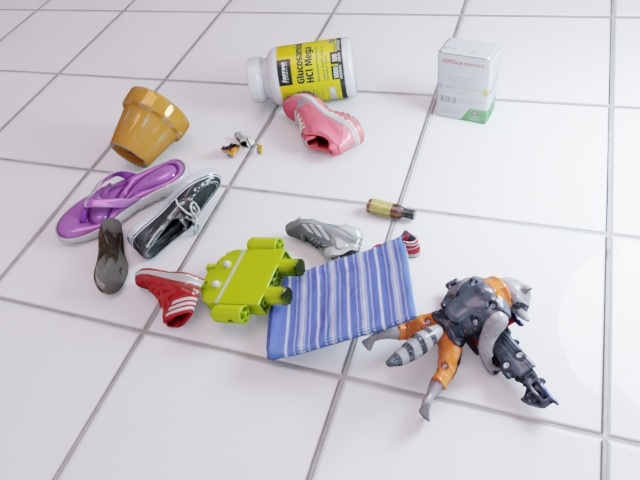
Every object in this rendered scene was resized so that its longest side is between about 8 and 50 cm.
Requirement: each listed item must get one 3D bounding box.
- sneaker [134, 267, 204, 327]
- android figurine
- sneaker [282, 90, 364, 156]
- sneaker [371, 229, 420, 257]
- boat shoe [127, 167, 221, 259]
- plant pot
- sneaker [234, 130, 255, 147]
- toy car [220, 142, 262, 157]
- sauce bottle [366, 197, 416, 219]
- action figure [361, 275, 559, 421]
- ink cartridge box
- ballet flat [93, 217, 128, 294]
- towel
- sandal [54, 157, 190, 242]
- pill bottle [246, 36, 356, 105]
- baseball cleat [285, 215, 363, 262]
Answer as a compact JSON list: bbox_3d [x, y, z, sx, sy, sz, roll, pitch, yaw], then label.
[{"bbox_3d":[-0.382,0.138,1.350,0.221,0.087,0.127,-2,68,39],"label":"sneaker"},{"bbox_3d":[-0.175,0.092,1.331,0.273,0.056,0.248,1,49,30],"label":"android figurine"},{"bbox_3d":[-0.023,-0.345,1.679,0.314,0.115,0.136,33,64,33],"label":"sneaker"},{"bbox_3d":[0.180,0.008,1.357,0.119,0.067,0.042,0,49,12],"label":"sneaker"},{"bbox_3d":[-0.371,-0.070,1.514,0.306,0.113,0.105,-41,60,-19],"label":"boat shoe"},{"bbox_3d":[-0.542,-0.336,1.740,0.205,0.205,0.187,18,70,25],"label":"plant pot"},{"bbox_3d":[-0.243,-0.313,1.752,0.083,0.031,0.037,25,58,30],"label":"sneaker"},{"bbox_3d":[-0.237,-0.266,1.703,0.122,0.040,0.060,9,31,22],"label":"toy car"},{"bbox_3d":[0.183,-0.078,1.451,0.128,0.042,0.042,15,54,20],"label":"sauce bottle"},{"bbox_3d":[0.295,0.198,1.100,0.330,0.178,0.341,-37,48,-7],"label":"action figure"},{"bbox_3d":[0.422,-0.458,1.619,0.155,0.212,0.093,18,55,26],"label":"ink cartridge box"},{"bbox_3d":[-0.559,0.046,1.493,0.084,0.058,0.249,8,46,-30],"label":"ballet flat"},{"bbox_3d":[0.035,0.123,1.227,0.336,0.040,0.243,-19,38,16],"label":"towel"},{"bbox_3d":[-0.581,-0.143,1.625,0.416,0.102,0.169,-32,50,-16],"label":"sandal"},{"bbox_3d":[-0.058,-0.532,1.801,0.334,0.187,0.187,-6,48,7],"label":"pill bottle"},{"bbox_3d":[0.000,0.000,1.401,0.206,0.072,0.109,3,56,19],"label":"baseball cleat"}]
